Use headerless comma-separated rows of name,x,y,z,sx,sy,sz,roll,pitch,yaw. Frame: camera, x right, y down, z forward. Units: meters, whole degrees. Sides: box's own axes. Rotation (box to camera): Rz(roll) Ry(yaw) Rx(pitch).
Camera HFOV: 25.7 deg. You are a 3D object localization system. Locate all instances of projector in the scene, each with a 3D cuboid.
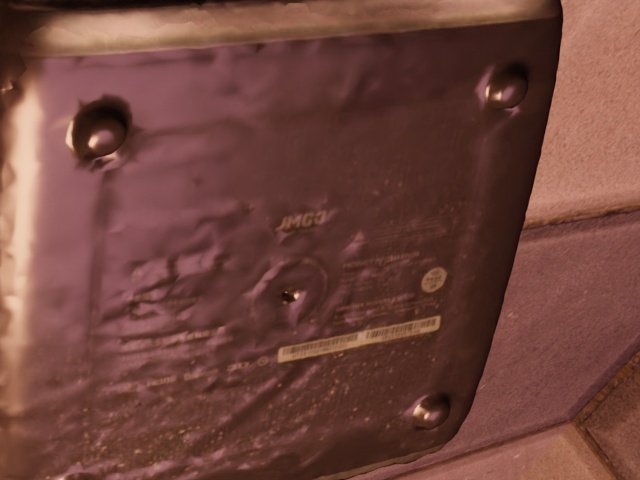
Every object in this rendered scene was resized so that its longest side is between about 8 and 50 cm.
projector,-0.073,-0.018,0.967,0.395,0.242,0.405,-10,125,-29
